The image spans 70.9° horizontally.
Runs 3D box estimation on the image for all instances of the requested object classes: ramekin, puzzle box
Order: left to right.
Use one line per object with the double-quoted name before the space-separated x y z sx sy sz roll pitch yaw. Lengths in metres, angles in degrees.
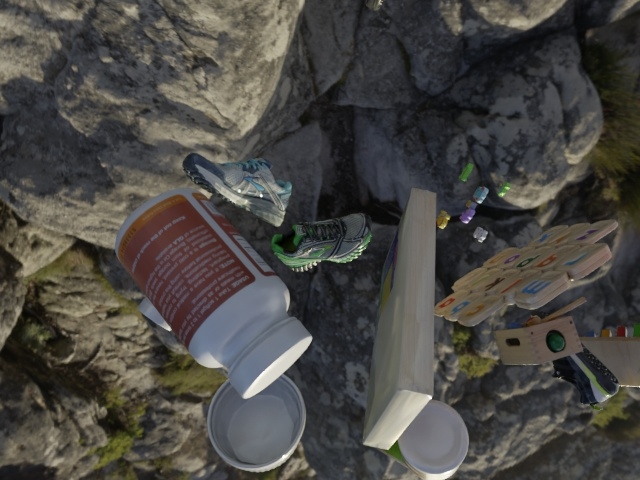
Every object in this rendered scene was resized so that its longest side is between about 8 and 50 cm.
"ramekin" -0.133 0.395 0.979 0.207 0.207 0.109 -25 145 -18
"puzzle box" 0.149 0.136 0.832 0.052 0.409 0.272 12 141 2

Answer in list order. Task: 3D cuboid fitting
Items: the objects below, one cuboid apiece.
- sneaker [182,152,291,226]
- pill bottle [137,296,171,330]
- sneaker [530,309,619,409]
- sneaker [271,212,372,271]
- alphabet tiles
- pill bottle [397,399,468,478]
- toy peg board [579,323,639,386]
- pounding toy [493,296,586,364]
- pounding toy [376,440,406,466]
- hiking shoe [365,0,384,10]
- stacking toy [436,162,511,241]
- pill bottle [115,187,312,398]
"sneaker" -0.173 -0.137 0.986 0.283 0.110 0.122 29 86 -50
"pill bottle" -0.316 0.091 1.043 0.222 0.124 0.124 -55 134 -17
"sneaker" 0.536 0.262 0.996 0.084 0.235 0.097 11 125 -41
"sneaker" 0.000 0.000 1.364 0.343 0.134 0.146 -21 145 26
"alphabet tiles" 0.321 0.053 0.729 0.277 0.284 0.021 -33 91 -6
"pill bottle" 0.226 0.417 0.921 0.131 0.131 0.229 -35 147 -10
"toy peg board" 0.764 0.287 1.149 0.079 0.160 0.161 -49 116 -40
"pounding toy" 0.447 0.184 0.903 0.130 0.100 0.141 -10 168 -16
"pounding toy" 0.261 0.557 1.198 0.237 0.182 0.110 43 69 -30
"hiking shoe" 0.092 -0.556 0.847 0.086 0.114 0.227 -57 162 -28
"stacking toy" 0.496 -0.116 1.451 0.166 0.052 0.221 20 108 -15
"pill bottle" -0.113 0.055 0.486 0.121 0.216 0.121 -39 162 -16
